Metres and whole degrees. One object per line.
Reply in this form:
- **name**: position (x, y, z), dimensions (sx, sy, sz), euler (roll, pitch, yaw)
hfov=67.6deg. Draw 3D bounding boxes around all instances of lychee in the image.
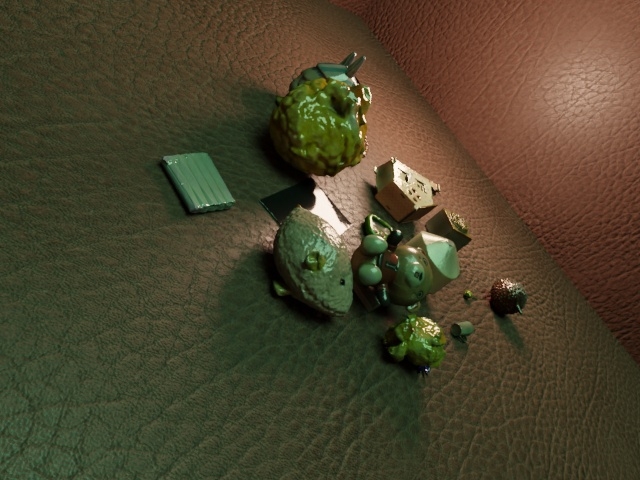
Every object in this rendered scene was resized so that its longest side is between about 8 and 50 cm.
- **lychee**: position (0.862, 0.260, 2.180), dimensions (0.165, 0.165, 0.197), euler (26, 18, -30)

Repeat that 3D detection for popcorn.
- **popcorn**: position (0.292, 0.302, 1.487), dimensions (0.195, 0.173, 0.168), euler (18, 41, -14)
- **popcorn**: position (0.001, -0.415, 1.764), dimensions (0.354, 0.390, 0.344), euler (-129, -158, -59)

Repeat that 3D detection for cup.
- **cup**: position (0.537, 0.348, 1.828), dimensions (0.083, 0.075, 0.054), euler (4, 15, -43)

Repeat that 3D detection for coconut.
- **coconut**: position (0.413, 0.082, 1.797), dimensions (0.241, 0.241, 0.241), euler (30, 36, -25)

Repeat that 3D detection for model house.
- **model house**: position (0.383, -0.188, 2.125), dimensions (0.326, 0.169, 0.244), euler (25, 46, -28)

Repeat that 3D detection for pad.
- **pad**: position (-0.036, -0.093, 1.667), dimensions (0.247, 0.007, 0.367), euler (49, 32, 3)

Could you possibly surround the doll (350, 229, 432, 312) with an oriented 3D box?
- **doll**: position (0.218, 0.099, 1.510), dimensions (0.330, 0.174, 0.235), euler (20, 72, -32)

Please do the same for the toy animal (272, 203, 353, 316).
- **toy animal**: position (-0.027, 0.045, 1.362), dimensions (0.226, 0.188, 0.358), euler (10, 47, -49)

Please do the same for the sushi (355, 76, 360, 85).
- **sushi**: position (0.110, -0.689, 2.318), dimensions (0.200, 0.213, 0.204), euler (-10, 46, -28)

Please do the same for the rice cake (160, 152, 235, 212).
- **rice cake**: position (-0.346, -0.167, 1.357), dimensions (0.198, 0.037, 0.189), euler (54, 33, 11)

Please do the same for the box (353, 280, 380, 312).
- **box**: position (0.192, 0.150, 1.621), dimensions (0.201, 0.058, 0.141), euler (-16, 68, -54)

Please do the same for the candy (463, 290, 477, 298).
- **candy**: position (0.664, 0.246, 2.098), dimensions (0.123, 0.035, 0.035), euler (22, 50, -47)

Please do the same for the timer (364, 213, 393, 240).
- **timer**: position (0.230, -0.035, 1.874), dimensions (0.140, 0.047, 0.128), euler (31, 38, -24)

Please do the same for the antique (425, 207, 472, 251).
- **antique**: position (0.600, -0.046, 2.220), dimensions (0.146, 0.148, 0.152), euler (24, 36, -34)

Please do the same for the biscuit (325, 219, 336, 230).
- **biscuit**: position (0.000, 0.000, 1.571), dimensions (0.064, 0.034, 0.199), euler (44, 33, -5)

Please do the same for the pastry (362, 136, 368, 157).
- **pastry**: position (0.166, -0.439, 2.187), dimensions (0.115, 0.097, 0.208), euler (56, 28, -19)

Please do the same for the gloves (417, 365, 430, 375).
- **gloves**: position (0.334, 0.400, 1.547), dimensions (0.064, 0.026, 0.086), euler (49, 33, 1)

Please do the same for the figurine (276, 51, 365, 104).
- **figurine**: position (0.062, -0.593, 1.973), dimensions (0.361, 0.377, 0.266), euler (49, 33, 5)
